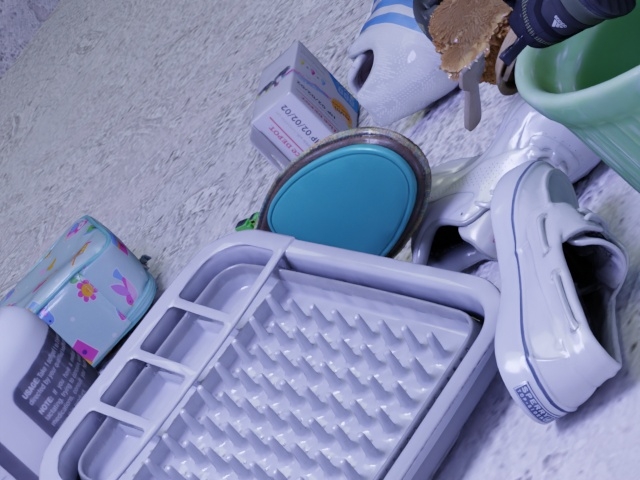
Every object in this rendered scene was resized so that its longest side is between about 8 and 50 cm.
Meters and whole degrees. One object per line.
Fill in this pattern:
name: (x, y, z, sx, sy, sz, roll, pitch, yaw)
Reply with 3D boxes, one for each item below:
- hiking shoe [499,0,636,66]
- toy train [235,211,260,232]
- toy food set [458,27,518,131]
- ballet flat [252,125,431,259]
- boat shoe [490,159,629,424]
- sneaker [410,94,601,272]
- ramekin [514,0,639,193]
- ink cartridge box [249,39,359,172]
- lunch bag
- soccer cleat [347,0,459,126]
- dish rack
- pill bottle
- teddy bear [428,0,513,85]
hiking shoe: (0.175, -0.220, 1.376, 0.114, 0.086, 0.227, -29, 25, 33)
toy train: (-0.062, -0.021, 2.038, 0.083, 0.024, 0.017, -24, 28, 49)
toy food set: (0.189, -0.166, 1.525, 0.192, 0.038, 0.132, -47, -19, -13)
ballet flat: (0.000, 0.000, 1.628, 0.348, 0.123, 0.123, -54, 8, 42)
boat shoe: (0.179, 0.023, 1.343, 0.084, 0.095, 0.258, -31, 33, 26)
sneaker: (0.159, -0.037, 1.526, 0.232, 0.090, 0.115, -43, 23, 38)
ramekin: (0.301, -0.157, 1.348, 0.303, 0.148, 0.303, -40, 19, 17)
ink cartridge box: (-0.016, -0.130, 2.042, 0.061, 0.104, 0.181, -38, 20, 22)
lunch bag: (-0.313, 0.101, 2.188, 0.279, 0.108, 0.224, -46, 15, -5)
soccer cleat: (0.080, -0.228, 2.027, 0.143, 0.116, 0.331, -39, 19, 16)
dish rack: (-0.030, 0.133, 1.437, 0.332, 0.072, 0.285, 11, 55, 44)
pill bottle: (-0.252, 0.168, 1.575, 0.176, 0.318, 0.176, -39, 18, 15)
teddy bear: (0.259, -0.243, 1.694, 0.338, 0.113, 0.245, -46, 37, 9)
